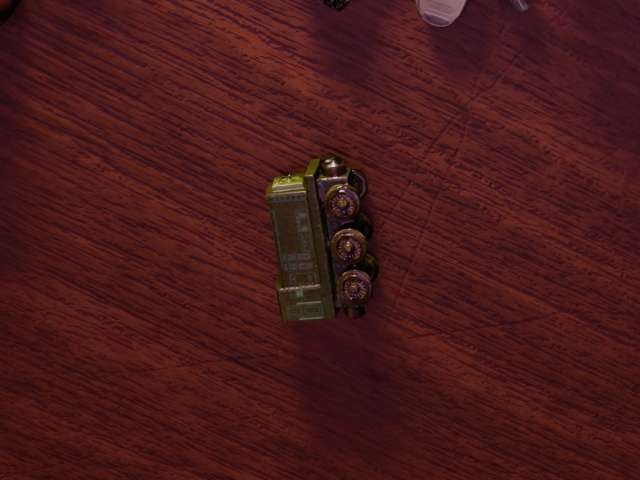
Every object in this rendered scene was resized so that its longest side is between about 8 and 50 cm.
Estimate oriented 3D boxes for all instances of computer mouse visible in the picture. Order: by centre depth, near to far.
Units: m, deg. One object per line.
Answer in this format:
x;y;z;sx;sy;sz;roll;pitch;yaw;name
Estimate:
0.156;-0.315;1.833;0.066;0.039;0.096;19;119;-1;computer mouse

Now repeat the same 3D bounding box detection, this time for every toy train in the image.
0.000;0.000;1.940;0.137;0.090;0.225;-5;110;11;toy train

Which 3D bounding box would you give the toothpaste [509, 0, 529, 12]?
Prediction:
0.197;-0.376;1.806;0.064;0.041;0.218;-33;103;-3;toothpaste

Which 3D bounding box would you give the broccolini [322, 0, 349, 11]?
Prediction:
0.064;-0.363;1.830;0.201;0.058;0.074;-36;118;1;broccolini

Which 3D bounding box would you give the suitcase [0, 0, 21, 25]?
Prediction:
-0.542;-0.317;1.835;0.297;0.161;0.236;-26;106;14;suitcase
